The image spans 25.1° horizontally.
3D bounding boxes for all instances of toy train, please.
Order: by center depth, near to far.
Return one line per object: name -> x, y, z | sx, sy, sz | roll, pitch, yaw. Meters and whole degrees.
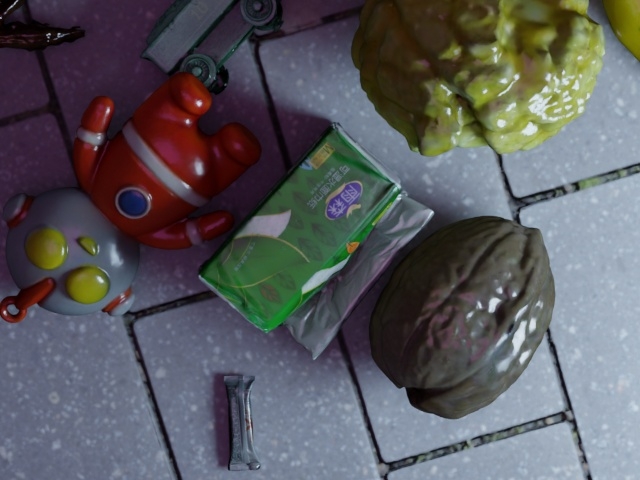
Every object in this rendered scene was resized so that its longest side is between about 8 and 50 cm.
toy train -> -0.112, -0.226, 1.515 | 0.099, 0.070, 0.172 | 43, 96, 2

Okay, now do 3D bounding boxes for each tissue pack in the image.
tissue pack -> 0.000, 0.001, 1.508 | 0.156, 0.148, 0.209 | 41, 95, -5

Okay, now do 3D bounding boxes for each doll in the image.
doll -> -0.221, -0.026, 1.509 | 0.336, 0.105, 0.200 | -40, 108, 14

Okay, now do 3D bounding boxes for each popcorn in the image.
popcorn -> 0.155, -0.185, 1.447 | 0.256, 0.255, 0.195 | 6, 138, 12

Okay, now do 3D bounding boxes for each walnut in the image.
walnut -> 0.155, 0.072, 1.519 | 0.178, 0.178, 0.230 | 42, 84, -7

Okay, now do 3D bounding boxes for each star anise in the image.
star anise -> -0.372, -0.245, 1.512 | 0.212, 0.053, 0.157 | -21, 99, 3

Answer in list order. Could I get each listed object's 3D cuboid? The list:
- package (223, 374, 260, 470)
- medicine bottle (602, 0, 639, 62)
package -> -0.088, 0.203, 1.603 | 0.037, 0.015, 0.110 | -3, 100, -1
medicine bottle -> 0.328, -0.266, 1.518 | 0.260, 0.064, 0.095 | 44, 93, -7
